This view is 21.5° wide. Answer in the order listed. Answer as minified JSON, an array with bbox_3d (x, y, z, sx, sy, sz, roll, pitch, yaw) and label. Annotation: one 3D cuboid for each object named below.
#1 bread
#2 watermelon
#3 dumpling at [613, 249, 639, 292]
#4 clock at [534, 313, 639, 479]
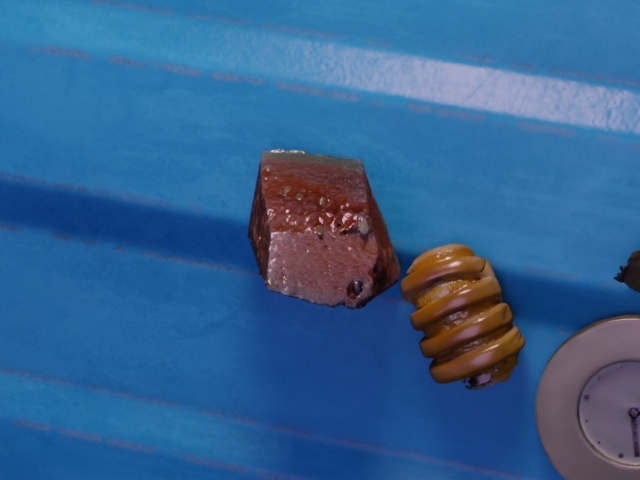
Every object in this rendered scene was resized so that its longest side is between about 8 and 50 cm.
[{"bbox_3d":[0.164,0.093,1.994,0.119,0.084,0.177,-24,92,19],"label":"bread"},{"bbox_3d":[0.000,0.000,1.926,0.193,0.256,0.139,12,109,4],"label":"watermelon"},{"bbox_3d":[0.505,0.078,1.892,0.332,0.086,0.166,33,142,6],"label":"dumpling"},{"bbox_3d":[0.370,0.202,1.993,0.235,0.029,0.234,3,103,13],"label":"clock"}]
